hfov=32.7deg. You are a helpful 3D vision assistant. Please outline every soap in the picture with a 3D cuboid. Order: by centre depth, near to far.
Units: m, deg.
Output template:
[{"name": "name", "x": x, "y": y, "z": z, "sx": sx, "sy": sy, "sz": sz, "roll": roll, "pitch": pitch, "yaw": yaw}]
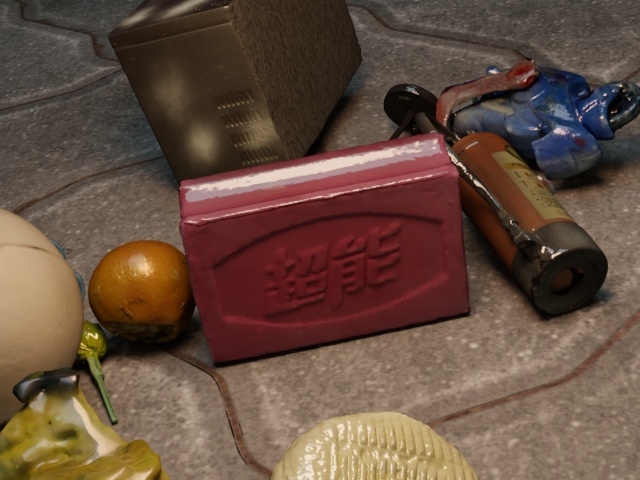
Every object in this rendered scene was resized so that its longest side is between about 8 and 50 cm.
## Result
[{"name": "soap", "x": 0.008, "y": 0.011, "z": 1.438, "sx": 0.359, "sy": 0.233, "sz": 0.128, "roll": -11, "pitch": 32, "yaw": -2}]

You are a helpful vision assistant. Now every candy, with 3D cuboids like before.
[{"name": "candy", "x": -0.296, "y": 0.176, "z": 1.445, "sx": 0.058, "sy": 0.062, "sz": 0.194, "roll": 24, "pitch": 20, "yaw": -37}]

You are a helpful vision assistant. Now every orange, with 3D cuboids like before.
[{"name": "orange", "x": -0.239, "y": 0.074, "z": 1.496, "sx": 0.154, "sy": 0.155, "sz": 0.134, "roll": -17, "pitch": 56, "yaw": -11}]

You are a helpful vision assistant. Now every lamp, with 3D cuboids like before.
[{"name": "lamp", "x": 0.089, "y": -0.152, "z": 1.813, "sx": 0.130, "sy": 0.109, "sz": 0.371, "roll": 7, "pitch": 34, "yaw": 34}]

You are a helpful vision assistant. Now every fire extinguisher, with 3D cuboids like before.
[{"name": "fire extinguisher", "x": 0.244, "y": -0.076, "z": 1.504, "sx": 0.113, "sy": 0.200, "sz": 0.376, "roll": -30, "pitch": 41, "yaw": 1}]

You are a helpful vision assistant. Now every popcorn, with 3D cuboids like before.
[{"name": "popcorn", "x": -0.242, "y": 0.312, "z": 0.998, "sx": 0.292, "sy": 0.237, "sz": 0.293, "roll": -4, "pitch": 32, "yaw": 3}]

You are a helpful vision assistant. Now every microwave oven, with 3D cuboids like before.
[{"name": "microwave oven", "x": -0.127, "y": -0.333, "z": 1.940, "sx": 0.236, "sy": 0.375, "sz": 0.432, "roll": -7, "pitch": 33, "yaw": 26}]

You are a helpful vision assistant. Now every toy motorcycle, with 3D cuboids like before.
[{"name": "toy motorcycle", "x": 0.341, "y": -0.166, "z": 1.742, "sx": 0.182, "sy": 0.241, "sz": 0.319, "roll": 18, "pitch": -1, "yaw": -43}]

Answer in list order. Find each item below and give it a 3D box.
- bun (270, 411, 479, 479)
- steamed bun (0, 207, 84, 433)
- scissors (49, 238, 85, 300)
[{"name": "bun", "x": 0.050, "y": 0.279, "z": 1.060, "sx": 0.220, "sy": 0.134, "sz": 0.221, "roll": 9, "pitch": 46, "yaw": -10}, {"name": "steamed bun", "x": -0.478, "y": 0.112, "z": 1.336, "sx": 0.373, "sy": 0.334, "sz": 0.334, "roll": -14, "pitch": 30, "yaw": -8}, {"name": "scissors", "x": -0.475, "y": 0.098, "z": 1.593, "sx": 0.256, "sy": 0.125, "sz": 0.030, "roll": -30, "pitch": 23, "yaw": -6}]
